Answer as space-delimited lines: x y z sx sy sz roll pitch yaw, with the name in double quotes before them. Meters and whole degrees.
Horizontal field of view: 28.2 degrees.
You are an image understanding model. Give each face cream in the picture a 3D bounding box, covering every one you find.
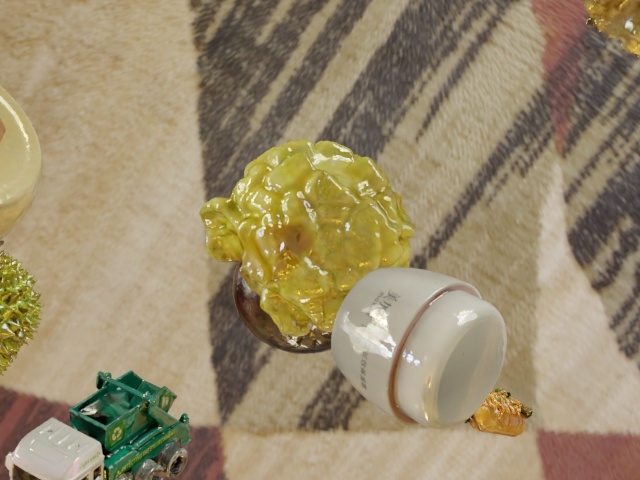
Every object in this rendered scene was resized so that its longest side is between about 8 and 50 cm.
"face cream" 0.075 0.079 0.968 0.104 0.117 0.117 26 109 37

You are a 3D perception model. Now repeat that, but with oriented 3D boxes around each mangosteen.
"mangosteen" -0.021 0.041 1.716 0.194 0.231 0.194 -1 139 -1

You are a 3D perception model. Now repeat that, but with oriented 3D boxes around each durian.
"durian" -0.536 0.110 1.855 0.291 0.291 0.225 -39 99 13

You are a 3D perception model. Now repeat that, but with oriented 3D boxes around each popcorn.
"popcorn" -0.011 0.004 1.432 0.216 0.181 0.235 -18 84 -10

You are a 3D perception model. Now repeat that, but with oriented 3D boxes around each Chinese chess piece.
"Chinese chess piece" -0.462 -0.106 1.514 0.273 0.273 0.102 41 125 -6

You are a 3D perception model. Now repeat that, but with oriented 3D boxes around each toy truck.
"toy truck" -0.229 0.211 1.328 0.110 0.216 0.116 21 120 26

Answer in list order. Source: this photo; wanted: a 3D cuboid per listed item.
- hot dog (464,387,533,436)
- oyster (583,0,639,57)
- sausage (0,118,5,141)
"hot dog" 0.229 0.226 1.712 0.072 0.188 0.055 42 100 30
"oyster" 0.286 -0.347 1.225 0.133 0.198 0.337 -23 110 44
"sausage" -0.387 -0.146 0.985 0.304 0.121 0.121 41 104 -6
